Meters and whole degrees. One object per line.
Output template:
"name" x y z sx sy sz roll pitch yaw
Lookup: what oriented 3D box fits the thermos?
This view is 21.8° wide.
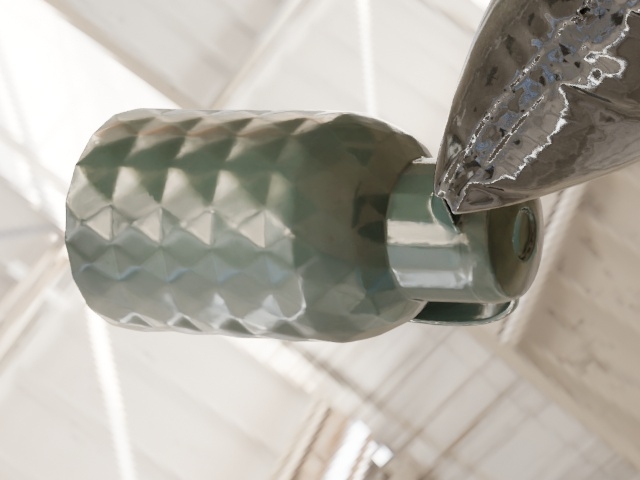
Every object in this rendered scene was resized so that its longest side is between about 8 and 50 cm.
"thermos" 0.000 0.000 1.018 0.182 0.286 0.145 48 -126 -51

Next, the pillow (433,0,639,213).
"pillow" 0.156 -0.115 0.607 0.250 0.186 0.106 -38 -99 -31
